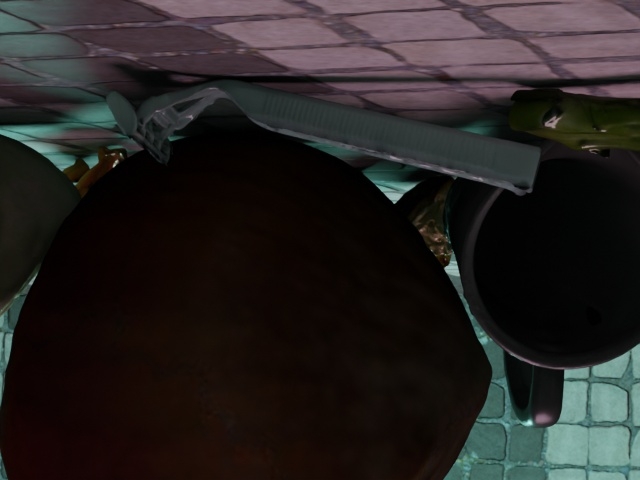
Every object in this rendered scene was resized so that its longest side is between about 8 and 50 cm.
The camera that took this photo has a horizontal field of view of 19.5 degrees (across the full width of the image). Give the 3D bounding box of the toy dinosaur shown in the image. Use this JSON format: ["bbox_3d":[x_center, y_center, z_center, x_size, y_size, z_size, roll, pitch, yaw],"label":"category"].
[{"bbox_3d":[-0.207,-0.019,1.605,0.070,0.117,0.288,35,168,-9],"label":"toy dinosaur"}]

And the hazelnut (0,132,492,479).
[{"bbox_3d":[-0.059,0.108,1.436,0.359,0.359,0.409,-1,-148,24],"label":"hazelnut"}]

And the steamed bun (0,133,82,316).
[{"bbox_3d":[-0.359,0.019,1.457,0.206,0.320,0.275,45,171,-12],"label":"steamed bun"}]

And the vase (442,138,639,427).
[{"bbox_3d":[0.163,0.008,1.421,0.156,0.251,0.301,4,-172,-5],"label":"vase"}]

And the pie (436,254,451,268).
[{"bbox_3d":[0.032,0.032,2.397,0.274,0.105,0.257,1,161,-24],"label":"pie"}]

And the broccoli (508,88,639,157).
[{"bbox_3d":[0.215,-0.066,1.178,0.204,0.122,0.118,15,169,35],"label":"broccoli"}]

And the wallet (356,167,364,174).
[{"bbox_3d":[0.000,0.000,1.790,0.031,0.122,0.232,17,174,-8],"label":"wallet"}]

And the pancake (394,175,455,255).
[{"bbox_3d":[0.074,0.011,1.727,0.056,0.212,0.257,36,-152,-7],"label":"pancake"}]

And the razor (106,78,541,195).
[{"bbox_3d":[0.006,-0.071,1.221,0.278,0.056,0.111,6,173,8],"label":"razor"}]
